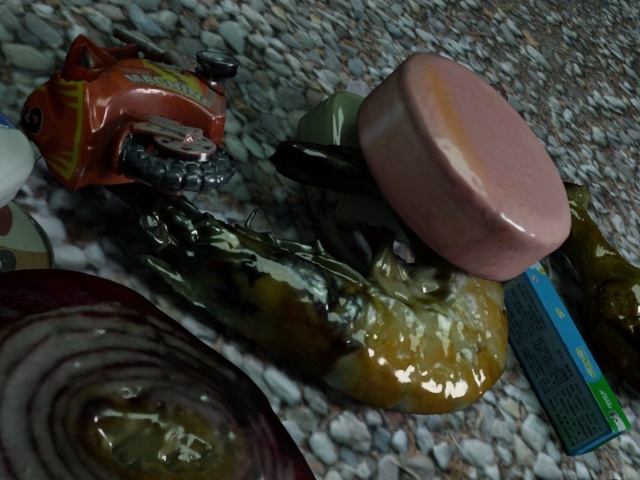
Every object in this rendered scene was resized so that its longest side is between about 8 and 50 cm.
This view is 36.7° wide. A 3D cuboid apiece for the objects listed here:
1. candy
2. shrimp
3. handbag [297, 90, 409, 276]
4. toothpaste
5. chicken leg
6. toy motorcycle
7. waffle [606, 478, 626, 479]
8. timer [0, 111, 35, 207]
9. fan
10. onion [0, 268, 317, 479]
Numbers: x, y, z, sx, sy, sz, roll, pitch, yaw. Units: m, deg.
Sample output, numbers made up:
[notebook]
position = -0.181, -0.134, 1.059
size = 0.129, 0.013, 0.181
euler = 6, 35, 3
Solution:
[candy]
position = 0.149, -0.080, 0.977
size = 0.255, 0.094, 0.255
euler = 33, 34, -25
[shrimp]
position = 0.000, 0.000, 0.903
size = 0.445, 0.085, 0.272
euler = 23, 55, -20
[handbag]
position = 0.087, -0.039, 1.079
size = 0.256, 0.079, 0.219
euler = 13, 63, -37
[toothpaste]
position = 0.256, 0.111, 1.106
size = 0.050, 0.065, 0.267
euler = 6, 51, -47
[chicken leg]
position = 0.376, 0.071, 1.215
size = 0.361, 0.140, 0.211
euler = 50, 14, 22
[toy motorcycle]
position = -0.153, -0.110, 0.800
size = 0.171, 0.089, 0.298
euler = 2, 24, -9
[waffle]
position = 0.324, 0.311, 0.907
size = 0.197, 0.070, 0.193
euler = -9, 50, -18
[timer]
position = -0.335, -0.050, 0.647
size = 0.178, 0.078, 0.253
euler = 46, 38, 0
[fan]
position = -0.264, -0.024, 0.758
size = 0.152, 0.008, 0.227
euler = 34, 38, -14
[onion]
position = -0.151, 0.179, 0.441
size = 0.337, 0.282, 0.260
euler = 53, 33, 9
